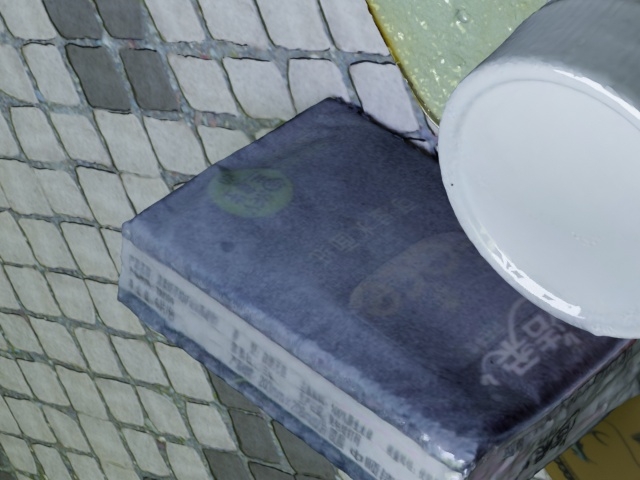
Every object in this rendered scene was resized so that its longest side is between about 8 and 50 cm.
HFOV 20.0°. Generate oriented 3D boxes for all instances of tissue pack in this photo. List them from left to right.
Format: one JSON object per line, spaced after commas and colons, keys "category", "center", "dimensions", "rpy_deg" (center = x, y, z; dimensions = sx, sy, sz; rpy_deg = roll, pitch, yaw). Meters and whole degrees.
{"category": "tissue pack", "center": [0.057, 0.056, 1.583], "dimensions": [0.394, 0.288, 0.124], "rpy_deg": [35, 139, 27]}

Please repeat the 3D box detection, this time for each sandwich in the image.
{"category": "sandwich", "center": [0.140, -0.192, 1.450], "dimensions": [0.226, 0.087, 0.251], "rpy_deg": [-13, 111, 51]}

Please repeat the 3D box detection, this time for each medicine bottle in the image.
{"category": "medicine bottle", "center": [0.256, -0.121, 1.139], "dimensions": [0.211, 0.371, 0.211], "rpy_deg": [29, 142, 26]}

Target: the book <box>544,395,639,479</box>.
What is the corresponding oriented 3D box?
{"category": "book", "center": [0.331, 0.173, 1.648], "dimensions": [0.269, 0.032, 0.389], "rpy_deg": [56, 145, -8]}
